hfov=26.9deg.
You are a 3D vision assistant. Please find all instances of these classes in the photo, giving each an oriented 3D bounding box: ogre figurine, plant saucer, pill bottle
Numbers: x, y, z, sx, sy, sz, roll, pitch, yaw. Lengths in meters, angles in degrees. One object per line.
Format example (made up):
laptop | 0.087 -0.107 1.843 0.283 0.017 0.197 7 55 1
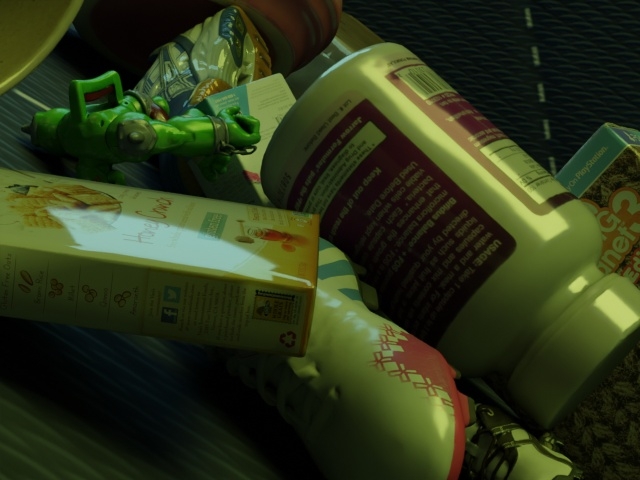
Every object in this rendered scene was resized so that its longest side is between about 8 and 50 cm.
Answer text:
ogre figurine | -0.158 -0.089 1.091 0.197 0.097 0.118 30 24 35
plant saucer | -0.144 -0.255 1.480 0.332 0.084 0.332 9 -21 4
pill bottle | 0.109 -0.001 1.043 0.301 0.169 0.169 45 15 18

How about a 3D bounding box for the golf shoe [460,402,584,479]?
golf shoe | 0.130 0.167 0.962 0.094 0.077 0.198 31 2 1

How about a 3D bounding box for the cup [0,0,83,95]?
cup | -0.340 -0.253 0.889 0.237 0.331 0.331 11 -4 38

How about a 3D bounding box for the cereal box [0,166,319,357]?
cereal box | -0.121 0.005 0.771 0.240 0.047 0.173 9 15 -2

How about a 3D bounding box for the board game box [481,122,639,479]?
board game box | 0.282 0.083 1.138 0.291 0.232 0.141 46 18 16

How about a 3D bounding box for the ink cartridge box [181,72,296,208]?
ink cartridge box | -0.040 -0.045 1.165 0.104 0.061 0.181 -26 86 -47

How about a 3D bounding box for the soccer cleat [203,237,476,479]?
soccer cleat | -0.015 0.078 0.870 0.143 0.116 0.331 17 13 -21

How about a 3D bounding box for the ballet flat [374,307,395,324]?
ballet flat | 0.053 0.020 1.213 0.072 0.068 0.213 -6 37 -6

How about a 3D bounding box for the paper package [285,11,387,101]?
paper package | 0.002 -0.209 1.797 0.309 0.168 0.325 43 15 31

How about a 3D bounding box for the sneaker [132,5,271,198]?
sneaker | -0.127 -0.111 1.301 0.112 0.131 0.296 59 22 -29
